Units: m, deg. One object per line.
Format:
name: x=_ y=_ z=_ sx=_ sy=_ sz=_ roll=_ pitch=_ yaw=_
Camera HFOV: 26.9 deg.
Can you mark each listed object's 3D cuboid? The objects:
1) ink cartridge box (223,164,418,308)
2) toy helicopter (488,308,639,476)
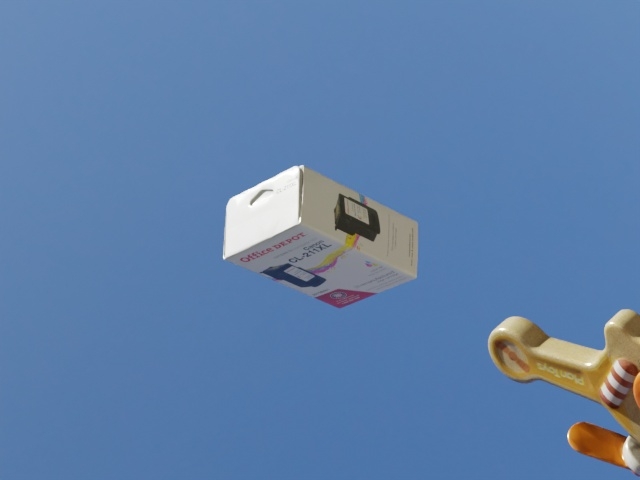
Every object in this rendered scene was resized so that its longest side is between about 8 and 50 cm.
ink cartridge box: x=0.000 y=0.000 z=1.446 sx=0.175 sy=0.127 sz=0.072 roll=24 pitch=-124 yaw=-36
toy helicopter: x=0.347 y=0.178 z=1.570 sx=0.140 sy=0.355 sz=0.235 roll=-35 pitch=-55 yaw=-32
